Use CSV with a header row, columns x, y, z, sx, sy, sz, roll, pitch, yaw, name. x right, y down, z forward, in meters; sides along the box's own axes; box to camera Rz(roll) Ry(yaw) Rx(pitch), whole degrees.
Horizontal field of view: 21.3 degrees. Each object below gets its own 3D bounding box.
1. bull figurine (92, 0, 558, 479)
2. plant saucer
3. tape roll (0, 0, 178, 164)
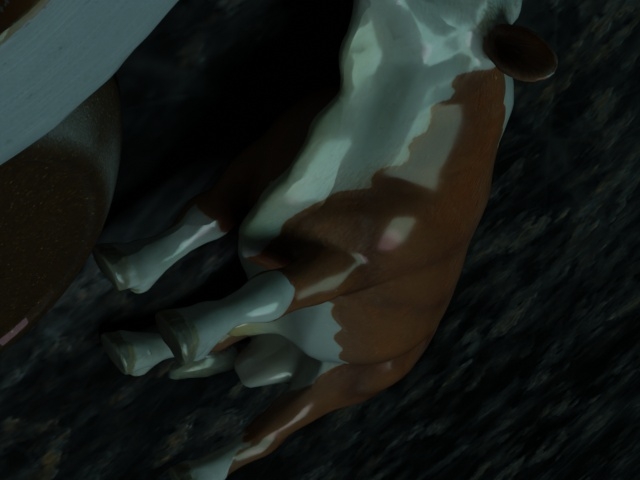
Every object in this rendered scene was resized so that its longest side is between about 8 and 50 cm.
x,y,z,sx,sy,sz,roll,pitch,yaw,name
0.000,0.000,0.739,0.188,0.101,0.310,-30,154,-17,bull figurine
-0.143,0.008,0.596,0.198,0.036,0.198,-34,157,-16,plant saucer
-0.112,-0.095,0.398,0.219,0.072,0.219,-34,157,-16,tape roll
